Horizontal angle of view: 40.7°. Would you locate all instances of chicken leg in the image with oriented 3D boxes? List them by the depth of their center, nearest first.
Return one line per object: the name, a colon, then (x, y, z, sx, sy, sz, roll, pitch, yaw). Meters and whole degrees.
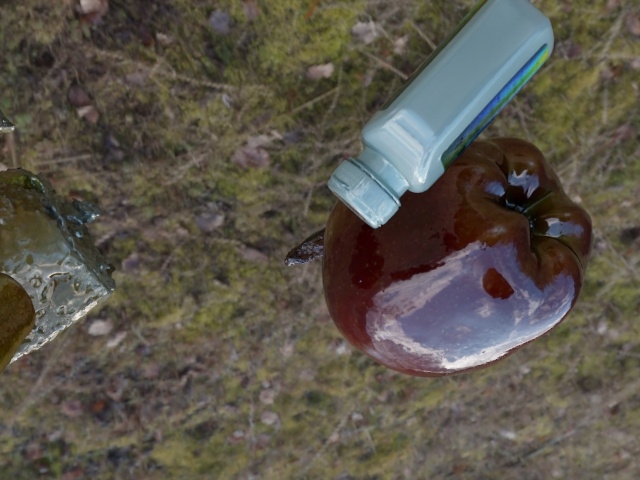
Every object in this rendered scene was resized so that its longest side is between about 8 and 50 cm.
chicken leg: (0.001, 0.000, 1.430, 0.145, 0.062, 0.037, -33, 100, -11)

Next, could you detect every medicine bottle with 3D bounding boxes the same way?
medicine bottle: (0.105, -0.113, 0.777, 0.229, 0.083, 0.121, -48, 175, 0)

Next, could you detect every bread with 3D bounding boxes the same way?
bread: (-0.348, 0.019, 0.915, 0.246, 0.195, 0.176, -32, 123, -9)

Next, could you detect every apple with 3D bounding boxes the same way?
apple: (0.160, 0.023, 1.058, 0.288, 0.288, 0.317, 11, 152, -35)

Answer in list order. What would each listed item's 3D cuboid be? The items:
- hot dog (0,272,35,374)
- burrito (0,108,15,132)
hot dog: (-0.314, 0.119, 0.662, 0.061, 0.286, 0.087, -10, 112, 20)
burrito: (-0.313, -0.154, 0.600, 0.060, 0.087, 0.226, -13, 113, 46)
